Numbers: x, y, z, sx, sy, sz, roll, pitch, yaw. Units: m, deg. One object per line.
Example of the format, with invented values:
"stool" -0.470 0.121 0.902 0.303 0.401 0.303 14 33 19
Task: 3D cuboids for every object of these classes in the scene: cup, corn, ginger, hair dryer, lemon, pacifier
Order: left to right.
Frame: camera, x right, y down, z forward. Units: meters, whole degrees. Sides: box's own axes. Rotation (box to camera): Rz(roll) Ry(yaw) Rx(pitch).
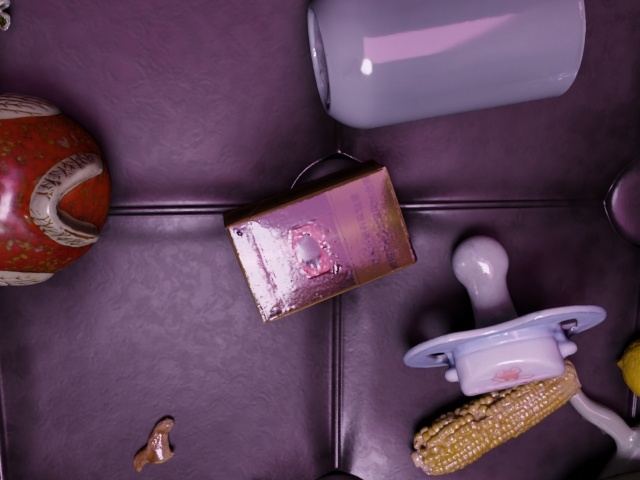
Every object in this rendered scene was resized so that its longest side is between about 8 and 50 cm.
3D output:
"ginger" -0.241 0.314 1.014 0.048 0.030 0.097 33 96 -11
"cup" 0.149 -0.261 0.869 0.312 0.205 0.206 -11 102 -5
"corn" 0.265 0.270 1.040 0.288 0.086 0.087 -32 104 4
"pacifier" 0.255 0.101 0.985 0.287 0.238 0.226 -16 71 21
"hair dryer" 0.442 0.343 1.110 0.267 0.092 0.229 20 104 3
"lemon" 0.538 0.203 1.064 0.133 0.109 0.109 9 101 15

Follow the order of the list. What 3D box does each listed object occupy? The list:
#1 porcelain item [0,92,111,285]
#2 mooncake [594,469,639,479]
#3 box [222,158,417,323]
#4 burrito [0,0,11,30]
"porcelain item" -0.385 -0.056 0.820 0.252 0.253 0.253 -2 101 -8
"mooncake" 0.518 0.532 1.035 0.356 0.194 0.357 4 122 6
"box" 0.000 0.000 0.969 0.240 0.071 0.159 -21 105 -5
"burrito" -0.452 -0.297 0.857 0.118 0.044 0.074 22 100 -10
